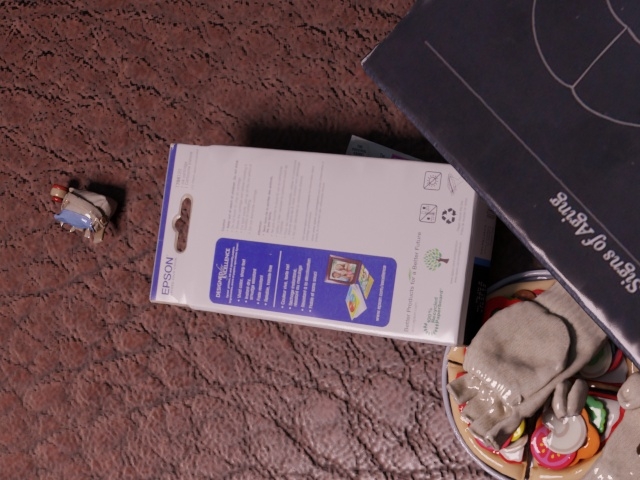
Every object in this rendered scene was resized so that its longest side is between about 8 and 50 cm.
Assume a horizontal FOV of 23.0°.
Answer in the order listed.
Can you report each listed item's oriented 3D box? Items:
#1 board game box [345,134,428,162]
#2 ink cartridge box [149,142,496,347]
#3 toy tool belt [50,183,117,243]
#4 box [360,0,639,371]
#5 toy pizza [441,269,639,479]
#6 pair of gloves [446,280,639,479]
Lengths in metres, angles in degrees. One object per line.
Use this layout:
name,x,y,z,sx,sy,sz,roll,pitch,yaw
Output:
board game box,0.082,-0.028,1.497,0.154,0.026,0.103,22,95,28
ink cartridge box,0.000,0.000,1.486,0.332,0.065,0.165,8,89,27
toy tool belt,-0.257,-0.028,1.664,0.083,0.052,0.051,13,83,29
box,0.377,-0.122,1.141,0.472,0.297,0.480,-47,64,15
toy pizza,0.198,0.126,1.417,0.201,0.032,0.201,-3,83,28
pair of gloves,0.234,0.136,1.340,0.204,0.042,0.240,-41,62,5
